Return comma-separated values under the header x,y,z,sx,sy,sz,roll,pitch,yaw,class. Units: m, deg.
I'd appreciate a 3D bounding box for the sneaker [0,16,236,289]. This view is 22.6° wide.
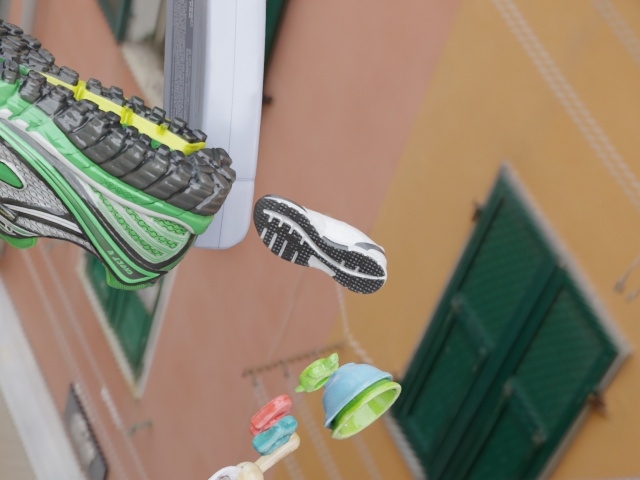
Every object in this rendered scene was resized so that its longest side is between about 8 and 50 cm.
x,y,z,sx,sy,sz,roll,pitch,yaw,class
-0.246,-0.073,1.213,0.343,0.146,0.134,30,20,-2,sneaker

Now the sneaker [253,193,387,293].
x,y,z,sx,sy,sz,roll,pitch,yaw,class
0.000,0.000,1.162,0.109,0.040,0.044,32,26,-4,sneaker

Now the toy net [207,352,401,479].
x,y,z,sx,sy,sz,roll,pitch,yaw,class
-0.040,0.179,1.304,0.045,0.232,0.122,50,17,18,toy net

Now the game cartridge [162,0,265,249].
x,y,z,sx,sy,sz,roll,pitch,yaw,class
-0.093,-0.147,1.352,0.060,0.294,0.196,1,10,-12,game cartridge
